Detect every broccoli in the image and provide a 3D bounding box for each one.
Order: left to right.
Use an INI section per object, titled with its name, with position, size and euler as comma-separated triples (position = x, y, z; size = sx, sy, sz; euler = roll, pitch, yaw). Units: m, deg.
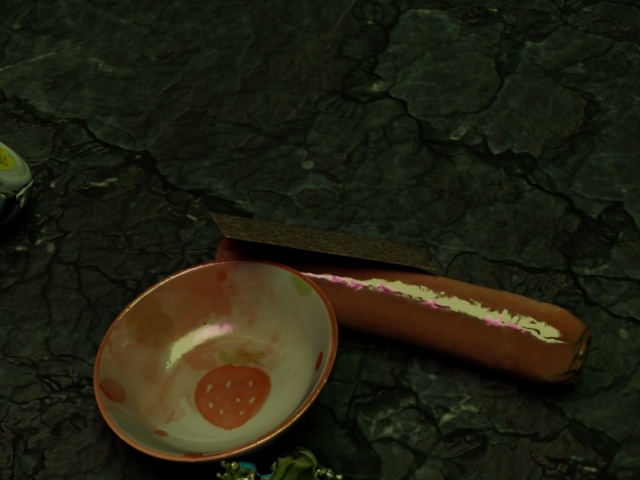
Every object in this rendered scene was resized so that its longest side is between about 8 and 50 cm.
[broccoli]
position = -0.039, 0.258, 1.649
size = 0.167, 0.160, 0.154
euler = 3, 32, -23

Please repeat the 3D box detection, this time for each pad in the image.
[pad]
position = 0.000, 0.000, 1.876
size = 0.235, 0.003, 0.158
euler = 9, 9, -12

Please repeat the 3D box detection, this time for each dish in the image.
[dish]
position = -0.099, 0.142, 1.781
size = 0.260, 0.085, 0.260
euler = -9, 46, 10

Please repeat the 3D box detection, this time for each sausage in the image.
[sausage]
position = 0.084, 0.071, 1.855
size = 0.419, 0.094, 0.094
euler = 13, 9, 12

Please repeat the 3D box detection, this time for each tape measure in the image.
[tape measure]
position = -0.433, -0.116, 2.018
size = 0.164, 0.084, 0.330
euler = 27, 16, -29
